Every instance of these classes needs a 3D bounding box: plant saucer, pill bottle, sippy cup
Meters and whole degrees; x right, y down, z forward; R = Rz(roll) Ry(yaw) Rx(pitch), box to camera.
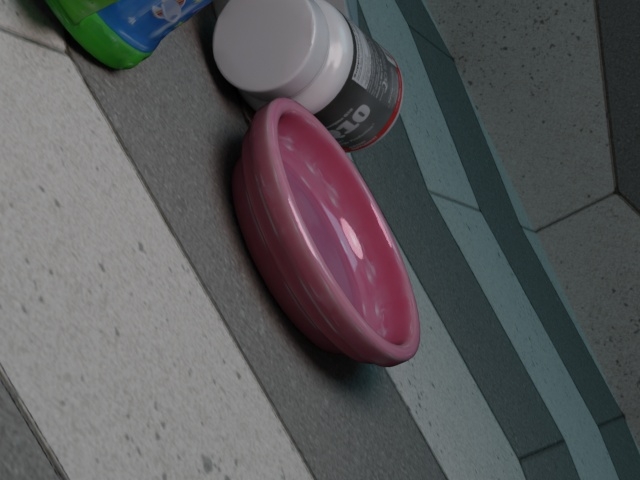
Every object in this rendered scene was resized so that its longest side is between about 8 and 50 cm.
[{"bbox_3d":[0.000,0.000,1.465,0.332,0.084,0.332,53,20,-29],"label":"plant saucer"},{"bbox_3d":[-0.013,-0.215,1.620,0.283,0.161,0.161,20,45,-65],"label":"pill bottle"},{"bbox_3d":[-0.153,-0.317,1.235,0.240,0.224,0.305,43,25,-58],"label":"sippy cup"}]

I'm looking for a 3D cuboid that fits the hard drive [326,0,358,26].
[{"bbox_3d":[0.023,-0.427,2.135,0.353,0.047,0.233,-91,168,-55],"label":"hard drive"}]
